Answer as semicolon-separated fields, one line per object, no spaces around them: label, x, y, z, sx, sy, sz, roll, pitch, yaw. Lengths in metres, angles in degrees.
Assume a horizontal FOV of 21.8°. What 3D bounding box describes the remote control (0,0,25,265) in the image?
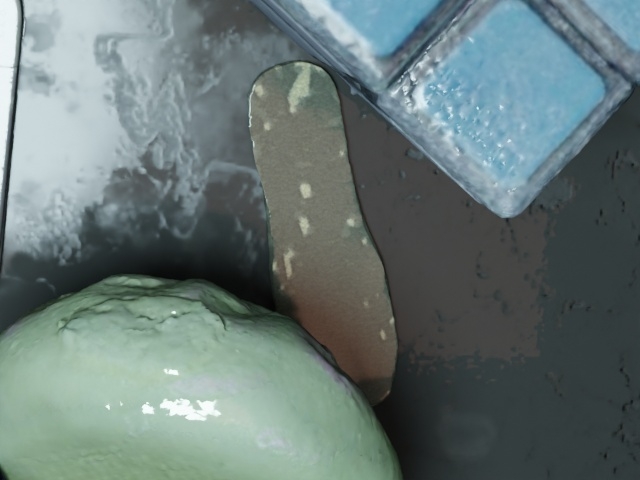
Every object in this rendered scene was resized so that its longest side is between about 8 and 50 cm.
remote control;-0.240;-0.064;1.090;0.077;0.022;0.245;5;99;-10

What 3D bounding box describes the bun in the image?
bun;-0.085;0.120;1.057;0.293;0.187;0.293;4;138;4

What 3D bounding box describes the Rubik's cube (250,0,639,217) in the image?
Rubik's cube;0.077;-0.232;0.954;0.305;0.304;0.301;41;93;-10

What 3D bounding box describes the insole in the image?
insole;0.000;0.000;1.136;0.081;0.011;0.247;-13;101;-7
